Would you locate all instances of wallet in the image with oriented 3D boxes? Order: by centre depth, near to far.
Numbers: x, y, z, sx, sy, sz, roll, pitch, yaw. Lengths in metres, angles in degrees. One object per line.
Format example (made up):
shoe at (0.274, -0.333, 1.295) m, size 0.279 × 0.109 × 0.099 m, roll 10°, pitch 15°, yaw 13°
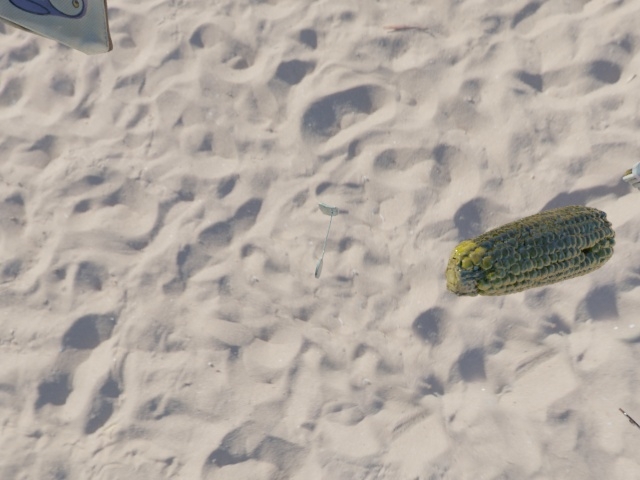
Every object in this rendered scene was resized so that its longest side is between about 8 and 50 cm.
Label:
wallet at (-0.513, -0.529, 0.951) m, size 0.068 × 0.274 × 0.335 m, roll -3°, pitch 94°, yaw 41°

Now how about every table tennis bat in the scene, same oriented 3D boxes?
table tennis bat at (0.587, 0.340, 0.965) m, size 0.007 × 0.083 × 0.050 m, roll -46°, pitch 49°, yaw 7°

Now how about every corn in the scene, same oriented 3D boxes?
corn at (0.335, 0.016, 0.801) m, size 0.321 × 0.119 × 0.119 m, roll -10°, pitch 70°, yaw -20°

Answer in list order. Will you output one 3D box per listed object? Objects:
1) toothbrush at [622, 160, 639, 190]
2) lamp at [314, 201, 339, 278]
toothbrush at (0.496, 0.007, 0.584) m, size 0.342 × 0.030 × 0.025 m, roll 31°, pitch 79°, yaw -2°
lamp at (0.000, 0.000, 1.295) m, size 0.056 × 0.050 × 0.198 m, roll 11°, pitch 70°, yaw 9°
